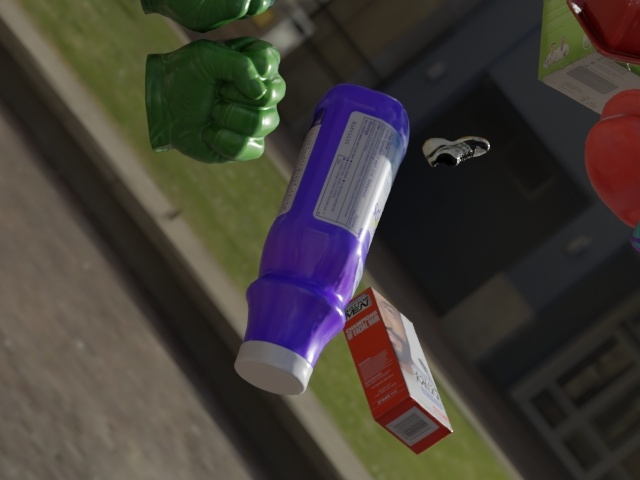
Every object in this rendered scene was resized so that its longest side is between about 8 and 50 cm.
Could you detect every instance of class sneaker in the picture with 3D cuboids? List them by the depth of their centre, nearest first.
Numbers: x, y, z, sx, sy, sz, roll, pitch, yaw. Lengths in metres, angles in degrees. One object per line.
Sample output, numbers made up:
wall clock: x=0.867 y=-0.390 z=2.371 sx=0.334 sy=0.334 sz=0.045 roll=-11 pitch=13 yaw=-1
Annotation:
sneaker: x=0.166 y=-0.103 z=2.089 sx=0.032 sy=0.083 sz=0.037 roll=98 pitch=-17 yaw=-50

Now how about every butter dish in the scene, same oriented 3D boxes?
butter dish: x=0.381 y=-0.270 z=1.970 sx=0.160 sy=0.118 sz=0.160 roll=8 pitch=29 yaw=-15

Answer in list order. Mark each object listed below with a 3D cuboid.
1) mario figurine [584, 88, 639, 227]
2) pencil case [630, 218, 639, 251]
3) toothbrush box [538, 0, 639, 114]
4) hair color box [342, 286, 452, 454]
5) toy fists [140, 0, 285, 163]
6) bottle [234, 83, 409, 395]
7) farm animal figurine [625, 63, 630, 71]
mario figurine: x=0.400 y=-0.107 z=1.820 sx=0.320 sy=0.198 sz=0.170 roll=4 pitch=28 yaw=-40
pencil case: x=0.347 y=-0.045 z=1.587 sx=0.064 sy=0.152 sz=0.070 roll=28 pitch=25 yaw=-1
toothbrush box: x=0.424 y=-0.323 z=2.422 sx=0.206 sy=0.122 sz=0.283 roll=25 pitch=58 yaw=-30
hair color box: x=0.080 y=0.141 z=1.896 sx=0.093 sy=0.053 sz=0.167 roll=42 pitch=19 yaw=-42
toy fists: x=-0.112 y=-0.215 z=1.784 sx=0.096 sy=0.142 sz=0.279 roll=-72 pitch=158 yaw=-77
bottle: x=0.000 y=0.000 z=1.551 sx=0.092 sy=0.283 sz=0.118 roll=18 pitch=-26 yaw=4
farm animal figurine: x=0.548 y=-0.230 z=2.244 sx=0.172 sy=0.330 sz=0.327 roll=65 pitch=22 yaw=-57
